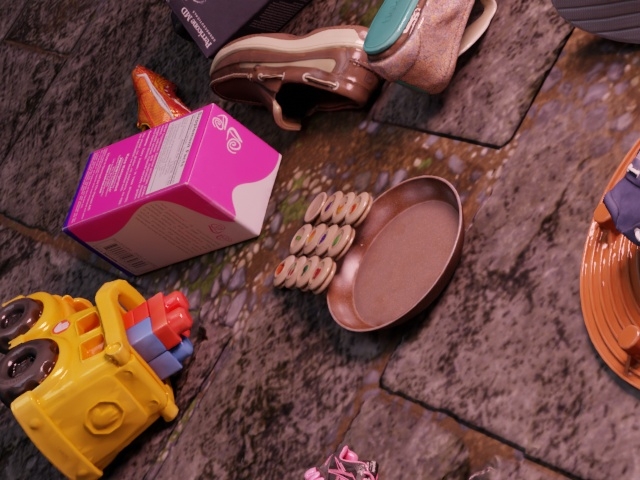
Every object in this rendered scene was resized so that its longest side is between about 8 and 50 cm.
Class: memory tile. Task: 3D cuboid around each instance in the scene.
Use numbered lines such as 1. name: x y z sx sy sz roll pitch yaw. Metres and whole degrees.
1. memory tile: 0.000 0.000 1.776 0.113 0.012 0.148 -60 17 -9

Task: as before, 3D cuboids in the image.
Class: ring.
1. ring: 0.334 -0.028 1.394 0.336 0.032 0.337 -32 39 30

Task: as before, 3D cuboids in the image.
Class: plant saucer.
1. plant saucer: 0.076 0.018 1.683 0.168 0.029 0.168 -32 37 29

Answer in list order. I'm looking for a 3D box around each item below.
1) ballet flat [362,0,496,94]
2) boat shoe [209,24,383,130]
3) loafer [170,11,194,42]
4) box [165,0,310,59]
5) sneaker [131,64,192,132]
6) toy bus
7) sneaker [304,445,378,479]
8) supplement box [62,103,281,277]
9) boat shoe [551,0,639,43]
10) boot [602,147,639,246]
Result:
1. ballet flat: 0.144 -0.282 1.801 0.107 0.106 0.316 1 60 60
2. boat shoe: -0.038 -0.169 1.943 0.257 0.095 0.095 -7 61 49
3. loafer: -0.105 -0.337 2.196 0.223 0.076 0.078 -42 43 24
4. box: -0.100 -0.315 2.088 0.158 0.093 0.156 -41 74 20
5. sneaker: -0.204 -0.162 2.177 0.067 0.064 0.175 -56 28 16
6. toy bus: -0.226 0.115 1.888 0.211 0.149 0.220 -34 33 6
7. sneaker: 0.031 0.215 1.548 0.057 0.047 0.119 -43 34 -4
8. supplement box: -0.164 -0.052 1.975 0.220 0.111 0.114 -16 48 43
9. boat shoe: 0.312 -0.227 1.577 0.226 0.083 0.076 7 53 41
10. boot: 0.282 -0.015 1.369 0.086 0.069 0.190 -53 24 15
